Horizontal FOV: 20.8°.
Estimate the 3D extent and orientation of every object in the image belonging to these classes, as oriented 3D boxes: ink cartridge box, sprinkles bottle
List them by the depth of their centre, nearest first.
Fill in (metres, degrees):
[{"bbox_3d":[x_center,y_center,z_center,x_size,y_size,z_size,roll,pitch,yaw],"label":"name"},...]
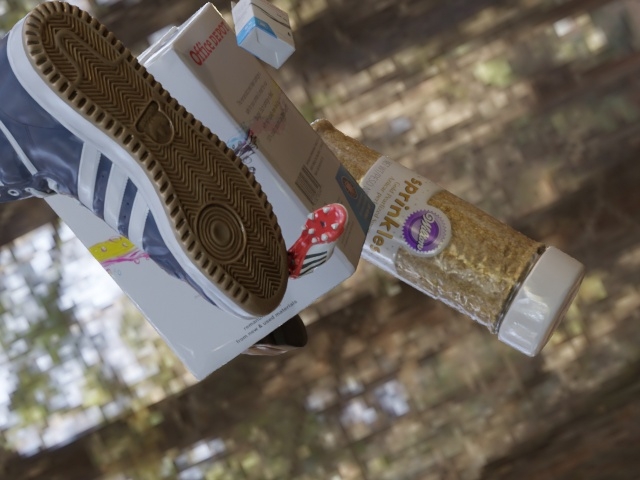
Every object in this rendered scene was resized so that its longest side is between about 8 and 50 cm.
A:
[{"bbox_3d":[-0.054,-0.201,1.626,0.048,0.028,0.083,29,-153,-27],"label":"ink cartridge box"},{"bbox_3d":[-0.112,-0.052,1.679,0.270,0.197,0.198,51,-162,-11],"label":"ink cartridge box"},{"bbox_3d":[0.120,-0.005,1.982,0.355,0.121,0.121,30,-175,12],"label":"sprinkles bottle"}]

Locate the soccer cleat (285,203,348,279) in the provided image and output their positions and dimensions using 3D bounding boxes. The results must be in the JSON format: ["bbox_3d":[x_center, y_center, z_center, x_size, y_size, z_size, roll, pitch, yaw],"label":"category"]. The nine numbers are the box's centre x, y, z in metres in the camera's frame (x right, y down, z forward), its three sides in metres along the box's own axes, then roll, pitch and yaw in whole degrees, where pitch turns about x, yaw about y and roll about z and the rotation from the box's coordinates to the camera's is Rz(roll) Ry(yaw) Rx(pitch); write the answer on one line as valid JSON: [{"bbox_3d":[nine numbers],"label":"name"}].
[{"bbox_3d":[0.000,0.000,1.318,0.035,0.083,0.029,-6,-125,-45],"label":"soccer cleat"}]

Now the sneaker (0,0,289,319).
[{"bbox_3d":[-0.155,-0.039,1.311,0.282,0.153,0.099,49,-135,-14],"label":"sneaker"}]

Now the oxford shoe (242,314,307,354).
[{"bbox_3d":[-0.105,0.109,2.148,0.212,0.076,0.076,26,-134,-52],"label":"oxford shoe"}]
